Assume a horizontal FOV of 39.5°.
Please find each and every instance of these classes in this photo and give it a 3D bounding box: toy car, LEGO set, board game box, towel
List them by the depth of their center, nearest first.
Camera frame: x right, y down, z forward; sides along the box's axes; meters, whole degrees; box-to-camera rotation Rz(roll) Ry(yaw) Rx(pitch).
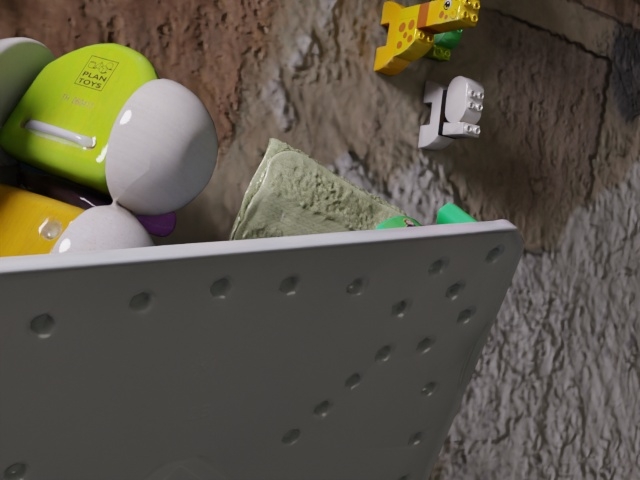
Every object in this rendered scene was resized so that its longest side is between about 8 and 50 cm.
[{"bbox_3d":[-0.099,0.159,0.497,0.390,0.050,0.389,-5,124,-35],"label":"board game box"},{"bbox_3d":[-0.140,-0.020,0.518,0.181,0.159,0.136,-68,158,-12],"label":"toy car"},{"bbox_3d":[0.000,0.000,0.671,0.148,0.027,0.110,27,79,-33],"label":"towel"},{"bbox_3d":[0.103,-0.189,0.690,0.087,0.093,0.227,7,89,-35],"label":"LEGO set"}]
